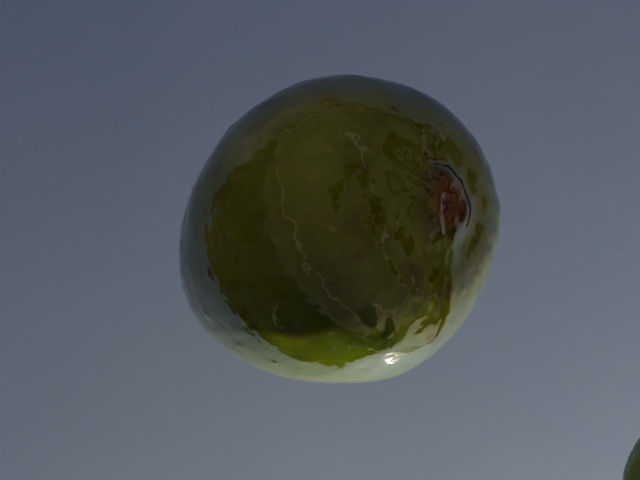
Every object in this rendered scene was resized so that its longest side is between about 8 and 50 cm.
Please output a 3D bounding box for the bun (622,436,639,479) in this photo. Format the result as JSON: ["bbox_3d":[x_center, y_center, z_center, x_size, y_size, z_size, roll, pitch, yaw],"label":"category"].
[{"bbox_3d":[0.376,0.232,1.113,0.108,0.221,0.221,-23,-91,-41],"label":"bun"}]

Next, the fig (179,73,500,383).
[{"bbox_3d":[0.000,0.000,1.107,0.258,0.326,0.258,10,-110,-29],"label":"fig"}]
